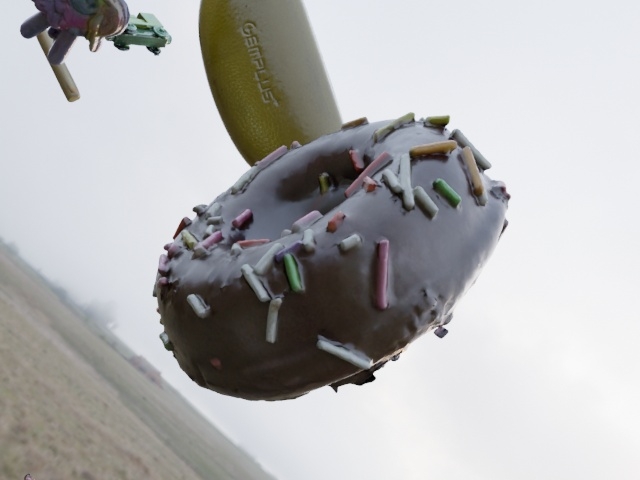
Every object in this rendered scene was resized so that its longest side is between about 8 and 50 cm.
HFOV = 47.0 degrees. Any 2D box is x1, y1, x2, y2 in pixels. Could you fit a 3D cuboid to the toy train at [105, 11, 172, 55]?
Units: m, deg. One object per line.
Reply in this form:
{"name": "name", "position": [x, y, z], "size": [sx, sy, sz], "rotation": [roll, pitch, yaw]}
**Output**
{"name": "toy train", "position": [-0.309, -0.351, 1.230], "size": [0.081, 0.122, 0.050], "rotation": [52, -53, 26]}

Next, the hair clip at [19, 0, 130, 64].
{"name": "hair clip", "position": [-0.283, -0.341, 0.940], "size": [0.137, 0.278, 0.090], "rotation": [44, 12, -25]}

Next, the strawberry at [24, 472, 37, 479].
{"name": "strawberry", "position": [-0.562, 0.518, 1.430], "size": [0.048, 0.104, 0.152], "rotation": [7, 18, -23]}

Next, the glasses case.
{"name": "glasses case", "position": [-0.077, -0.242, 1.094], "size": [0.141, 0.173, 0.372], "rotation": [26, 45, -84]}

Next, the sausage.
{"name": "sausage", "position": [-0.406, -0.274, 1.135], "size": [0.132, 0.024, 0.024], "rotation": [62, -15, 7]}

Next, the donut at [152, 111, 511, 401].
{"name": "donut", "position": [0.000, 0.000, 0.521], "size": [0.269, 0.269, 0.103], "rotation": [15, -41, 57]}
